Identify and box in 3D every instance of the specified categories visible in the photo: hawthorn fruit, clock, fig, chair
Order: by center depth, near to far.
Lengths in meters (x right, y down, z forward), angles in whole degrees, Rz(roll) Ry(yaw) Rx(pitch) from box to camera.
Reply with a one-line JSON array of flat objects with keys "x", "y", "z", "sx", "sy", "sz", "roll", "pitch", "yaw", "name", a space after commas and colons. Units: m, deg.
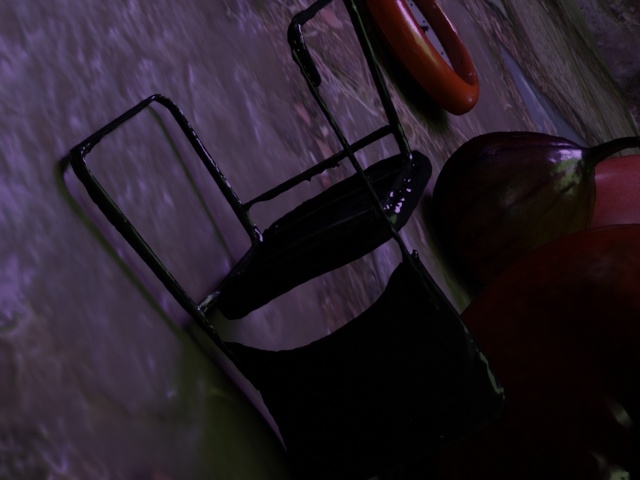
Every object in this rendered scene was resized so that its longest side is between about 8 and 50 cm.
[{"x": 0.000, "y": 0.000, "z": 0.631, "sx": 0.221, "sy": 0.140, "sz": 0.145, "roll": 58, "pitch": 21, "yaw": -11, "name": "chair"}, {"x": 0.206, "y": 0.118, "z": 0.779, "sx": 0.295, "sy": 0.295, "sz": 0.311, "roll": 47, "pitch": 23, "yaw": -32, "name": "hawthorn fruit"}, {"x": 0.183, "y": -0.043, "z": 1.083, "sx": 0.149, "sy": 0.202, "sz": 0.148, "roll": 8, "pitch": 30, "yaw": -21, "name": "fig"}, {"x": 0.104, "y": -0.224, "z": 1.285, "sx": 0.205, "sy": 0.051, "sz": 0.205, "roll": 48, "pitch": 23, "yaw": -28, "name": "clock"}]

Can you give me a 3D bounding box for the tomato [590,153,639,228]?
[{"x": 0.361, "y": 0.023, "z": 1.337, "sx": 0.256, "sy": 0.224, "sz": 0.256, "roll": 50, "pitch": 29, "yaw": -41, "name": "tomato"}]
